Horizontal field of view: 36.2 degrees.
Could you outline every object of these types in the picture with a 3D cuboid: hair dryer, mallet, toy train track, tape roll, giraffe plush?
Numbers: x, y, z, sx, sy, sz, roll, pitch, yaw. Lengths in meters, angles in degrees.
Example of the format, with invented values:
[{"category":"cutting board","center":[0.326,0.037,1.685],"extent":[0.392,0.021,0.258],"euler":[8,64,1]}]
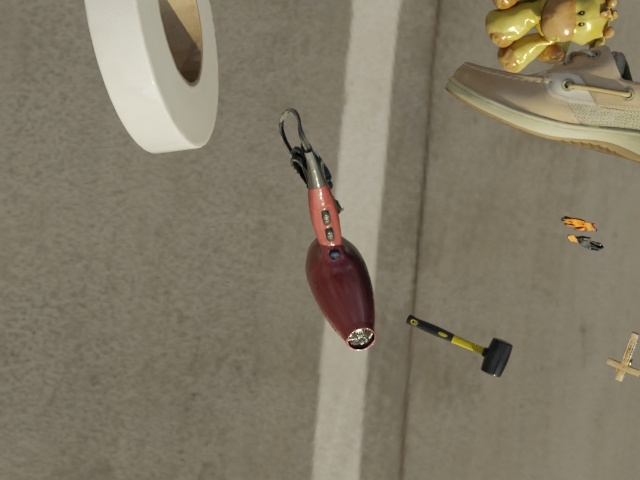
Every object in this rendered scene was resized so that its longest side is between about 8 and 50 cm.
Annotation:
[{"category":"hair dryer","center":[0.000,0.000,1.215],"extent":[0.223,0.080,0.294],"euler":[48,20,-77]},{"category":"mallet","center":[0.228,0.177,1.652],"extent":[0.039,0.189,0.062],"euler":[14,90,-63]},{"category":"toy train track","center":[0.439,0.164,1.399],"extent":[0.014,0.048,0.083],"euler":[-38,144,-51]},{"category":"tape roll","center":[-0.232,-0.319,1.406],"extent":[0.392,0.072,0.392],"euler":[-7,90,-80]},{"category":"giraffe plush","center":[0.387,-0.353,1.553],"extent":[0.210,0.170,0.181],"euler":[-29,117,-5]}]

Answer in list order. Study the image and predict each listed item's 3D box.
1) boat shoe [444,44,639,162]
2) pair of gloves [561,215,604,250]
[{"category":"boat shoe","center":[0.269,-0.137,0.953],"extent":[0.109,0.302,0.098],"euler":[-4,112,-61]},{"category":"pair of gloves","center":[0.469,-0.012,1.760],"extent":[0.010,0.074,0.083],"euler":[-51,132,-19]}]
